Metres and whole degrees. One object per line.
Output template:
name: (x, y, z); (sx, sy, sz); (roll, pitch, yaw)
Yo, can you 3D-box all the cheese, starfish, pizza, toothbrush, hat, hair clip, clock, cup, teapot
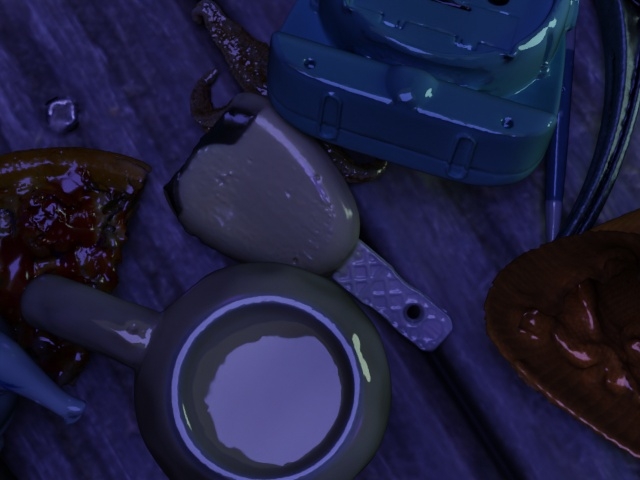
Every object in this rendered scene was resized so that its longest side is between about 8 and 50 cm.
cheese: (0.000, 0.000, 1.031); (0.251, 0.054, 0.127); (40, 107, -1)
starfish: (-0.027, -0.127, 1.063); (0.210, 0.053, 0.150); (44, 80, 11)
pizza: (-0.210, 0.018, 1.027); (0.201, 0.053, 0.193); (-22, 92, -17)
toothbrush: (0.190, -0.051, 1.055); (0.019, 0.025, 0.275); (6, 78, -2)
hat: (0.288, 0.018, 0.987); (0.233, 0.244, 0.233); (-50, 124, -37)
hair clip: (0.229, -0.103, 1.036); (0.083, 0.048, 0.275); (15, 77, -10)
clock: (0.092, -0.186, 1.017); (0.224, 0.094, 0.274); (16, 62, 3)
cup: (-0.071, 0.077, 0.932); (0.173, 0.202, 0.255); (-44, 89, -8)
teapot: (-0.290, 0.114, 0.972); (0.232, 0.159, 0.158); (-13, 77, 30)

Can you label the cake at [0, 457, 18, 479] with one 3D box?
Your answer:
cake: (-0.244, 0.302, 0.994); (0.158, 0.172, 0.283); (-34, 46, -9)
